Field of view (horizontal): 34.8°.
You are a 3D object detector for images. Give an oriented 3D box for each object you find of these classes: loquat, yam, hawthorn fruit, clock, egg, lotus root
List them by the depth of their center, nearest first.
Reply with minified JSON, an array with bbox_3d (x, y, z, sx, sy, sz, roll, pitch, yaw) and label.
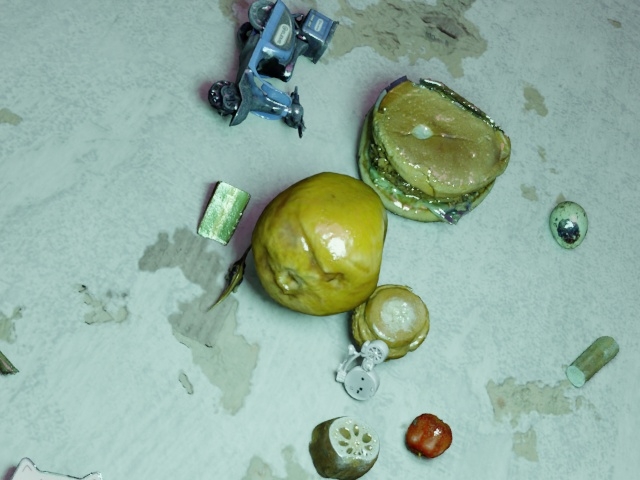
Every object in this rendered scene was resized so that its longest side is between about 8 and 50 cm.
[{"bbox_3d":[-0.573,0.189,1.757,0.129,0.027,0.033,46,36,4],"label":"yam"},{"bbox_3d":[0.046,0.379,1.890,0.122,0.081,0.112,11,54,-17],"label":"lotus root"},{"bbox_3d":[0.000,0.000,1.938,0.276,0.276,0.284,25,46,-9],"label":"loquat"},{"bbox_3d":[0.081,0.240,1.944,0.087,0.129,0.041,28,27,14],"label":"clock"},{"bbox_3d":[0.206,0.378,1.950,0.093,0.093,0.093,9,62,-18],"label":"hawthorn fruit"},{"bbox_3d":[0.580,0.257,2.177,0.132,0.054,0.054,-34,81,-31],"label":"yam"},{"bbox_3d":[0.558,-0.035,2.292,0.085,0.085,0.110,11,71,-17],"label":"egg"}]

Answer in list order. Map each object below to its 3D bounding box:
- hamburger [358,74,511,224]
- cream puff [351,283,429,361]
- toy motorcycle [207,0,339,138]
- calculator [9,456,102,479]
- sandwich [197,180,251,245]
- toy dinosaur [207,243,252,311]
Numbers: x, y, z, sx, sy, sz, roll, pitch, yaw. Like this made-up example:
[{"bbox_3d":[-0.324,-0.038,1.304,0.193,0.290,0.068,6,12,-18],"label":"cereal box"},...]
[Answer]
[{"bbox_3d":[0.225,-0.186,2.170,0.318,0.195,0.277,40,60,3],"label":"hamburger"},{"bbox_3d":[0.133,0.165,2.002,0.165,0.115,0.150,6,63,-20],"label":"cream puff"},{"bbox_3d":[-0.097,-0.364,2.169,0.212,0.125,0.359,27,59,-10],"label":"toy motorcycle"},{"bbox_3d":[-0.449,0.496,1.648,0.177,0.040,0.268,16,61,-14],"label":"calculator"},{"bbox_3d":[-0.195,-0.055,2.044,0.074,0.074,0.116,25,91,-10],"label":"sandwich"},{"bbox_3d":[-0.167,0.070,1.974,0.037,0.058,0.180,24,71,-1],"label":"toy dinosaur"}]
